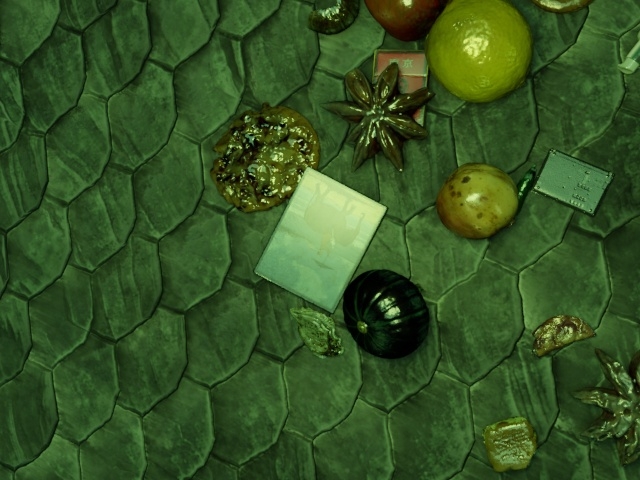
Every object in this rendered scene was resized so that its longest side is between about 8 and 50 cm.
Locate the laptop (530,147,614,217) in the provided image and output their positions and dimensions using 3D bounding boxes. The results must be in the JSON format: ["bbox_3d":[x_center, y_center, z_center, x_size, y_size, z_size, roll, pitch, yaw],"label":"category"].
[{"bbox_3d":[0.667,-0.154,1.885,0.180,0.016,0.129,25,93,13],"label":"laptop"}]

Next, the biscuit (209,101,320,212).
[{"bbox_3d":[-0.167,-0.240,2.043,0.334,0.081,0.289,-42,81,7],"label":"biscuit"}]

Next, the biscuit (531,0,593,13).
[{"bbox_3d":[0.644,-0.707,1.885,0.221,0.066,0.220,0,89,16],"label":"biscuit"}]

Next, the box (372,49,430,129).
[{"bbox_3d":[0.219,-0.402,1.965,0.153,0.074,0.239,4,89,18],"label":"box"}]

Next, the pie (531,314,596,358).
[{"bbox_3d":[0.625,0.246,1.871,0.170,0.034,0.092,-29,86,11],"label":"pie"}]

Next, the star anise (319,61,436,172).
[{"bbox_3d":[0.147,-0.323,1.895,0.315,0.108,0.315,1,92,15],"label":"star anise"}]

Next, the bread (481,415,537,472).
[{"bbox_3d":[0.502,0.537,1.871,0.140,0.069,0.127,-20,85,12],"label":"bread"}]

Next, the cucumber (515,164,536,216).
[{"bbox_3d":[0.540,-0.136,1.903,0.037,0.037,0.155,24,93,12],"label":"cucumber"}]

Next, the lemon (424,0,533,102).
[{"bbox_3d":[0.407,-0.491,1.825,0.293,0.293,0.293,0,88,13],"label":"lemon"}]

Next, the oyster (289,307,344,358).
[{"bbox_3d":[-0.008,0.254,2.002,0.125,0.064,0.177,-28,93,25],"label":"oyster"}]

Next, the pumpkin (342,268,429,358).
[{"bbox_3d":[0.194,0.183,1.891,0.248,0.248,0.248,0,88,13],"label":"pumpkin"}]

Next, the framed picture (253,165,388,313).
[{"bbox_3d":[0.000,0.000,2.007,0.265,0.016,0.347,29,95,2],"label":"framed picture"}]

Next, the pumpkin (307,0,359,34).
[{"bbox_3d":[0.053,-0.651,1.988,0.108,0.119,0.183,33,101,13],"label":"pumpkin"}]

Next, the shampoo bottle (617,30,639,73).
[{"bbox_3d":[0.846,-0.512,1.826,0.074,0.074,0.192,38,95,11],"label":"shampoo bottle"}]

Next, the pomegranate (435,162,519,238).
[{"bbox_3d":[0.411,-0.094,1.848,0.215,0.215,0.215,0,88,13],"label":"pomegranate"}]

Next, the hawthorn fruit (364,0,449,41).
[{"bbox_3d":[0.205,-0.687,1.893,0.300,0.254,0.254,36,96,15],"label":"hawthorn fruit"}]

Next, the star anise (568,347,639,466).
[{"bbox_3d":[0.797,0.410,1.785,0.332,0.117,0.331,0,88,7],"label":"star anise"}]
